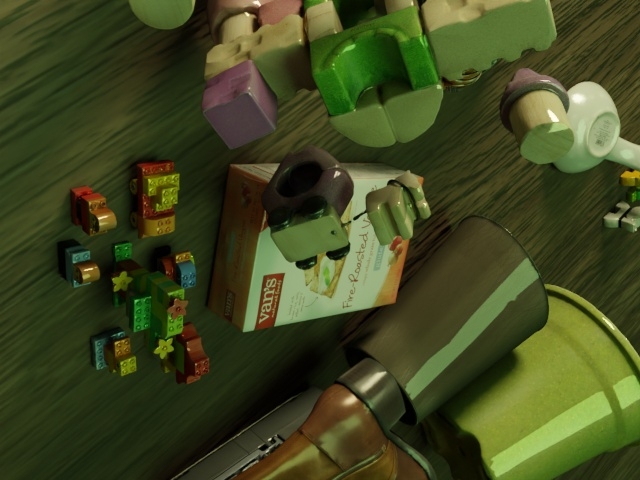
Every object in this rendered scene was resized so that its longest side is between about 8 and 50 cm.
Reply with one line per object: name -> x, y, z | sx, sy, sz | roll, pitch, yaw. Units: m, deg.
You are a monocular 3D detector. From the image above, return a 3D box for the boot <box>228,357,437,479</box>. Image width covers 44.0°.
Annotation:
boot -> 0.000, 0.309, 0.894 | 0.280, 0.096, 0.264 | -38, 133, -24

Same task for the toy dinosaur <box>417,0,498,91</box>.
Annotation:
toy dinosaur -> 0.150, -0.231, 0.826 | 0.218, 0.164, 0.322 | 93, 23, -48

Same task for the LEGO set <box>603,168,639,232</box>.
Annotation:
LEGO set -> 0.595, -0.103, 1.375 | 0.227, 0.093, 0.087 | -39, 133, -25

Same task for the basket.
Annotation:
basket -> 0.155, 0.111, 1.005 | 0.227, 0.154, 0.204 | -38, 132, -20

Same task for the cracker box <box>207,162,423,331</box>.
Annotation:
cracker box -> 0.000, 0.000, 0.845 | 0.232, 0.067, 0.156 | -6, 114, -43

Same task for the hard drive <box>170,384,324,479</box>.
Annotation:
hard drive -> -0.062, 0.370, 0.981 | 0.237, 0.064, 0.339 | -30, 130, -32

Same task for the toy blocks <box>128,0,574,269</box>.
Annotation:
toy blocks -> 0.037, -0.196, 0.643 | 0.288, 0.260, 0.309 | -17, 135, 14

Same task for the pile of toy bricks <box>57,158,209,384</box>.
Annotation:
pile of toy bricks -> -0.148, 0.047, 0.690 | 0.118, 0.105, 0.212 | -17, 122, -39

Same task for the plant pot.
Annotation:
plant pot -> 0.293, 0.243, 1.153 | 0.254, 0.276, 0.276 | -29, 130, -17

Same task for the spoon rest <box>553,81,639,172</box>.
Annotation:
spoon rest -> 0.441, -0.152, 1.220 | 0.276, 0.084, 0.137 | 16, 98, -35
